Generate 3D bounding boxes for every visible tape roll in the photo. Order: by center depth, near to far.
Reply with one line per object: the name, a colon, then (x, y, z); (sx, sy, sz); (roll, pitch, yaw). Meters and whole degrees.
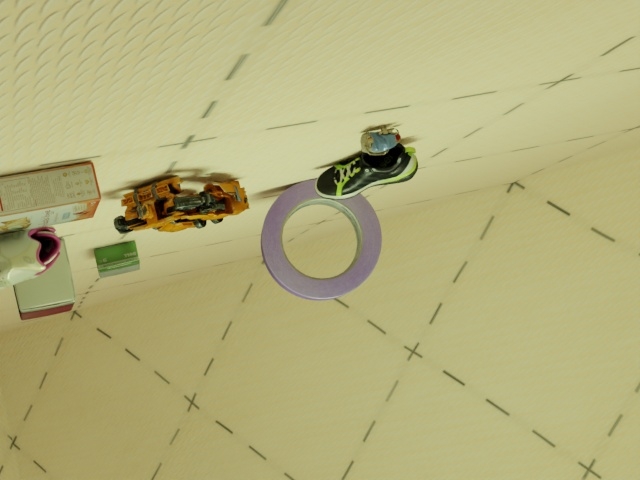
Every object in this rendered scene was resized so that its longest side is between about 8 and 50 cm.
tape roll: (0.000, 0.000, 2.204); (0.275, 0.274, 0.090); (-13, 175, -6)

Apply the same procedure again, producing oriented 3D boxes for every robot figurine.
robot figurine: (-0.269, -0.067, 1.846); (0.211, 0.085, 0.291); (-16, 175, 23)

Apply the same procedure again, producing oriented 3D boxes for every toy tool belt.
toy tool belt: (0.118, -0.186, 1.775); (0.083, 0.052, 0.051); (-13, -177, -18)

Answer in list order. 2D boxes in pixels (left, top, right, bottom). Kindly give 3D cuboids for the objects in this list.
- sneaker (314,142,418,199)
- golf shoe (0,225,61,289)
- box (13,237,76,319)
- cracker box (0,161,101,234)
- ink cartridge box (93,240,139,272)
sneaker: (0.089, -0.157, 2.000); (0.235, 0.084, 0.097); (-16, 150, 15)
golf shoe: (-0.506, 0.016, 1.674); (0.140, 0.115, 0.306); (-12, -165, 4)
box: (-0.647, 0.094, 2.217); (0.127, 0.148, 0.232); (-11, 173, -18)
cracker box: (-0.474, -0.058, 1.515); (0.232, 0.067, 0.156); (-11, 174, -19)
ink cartridge box: (-0.529, 0.047, 2.489); (0.109, 0.062, 0.209); (-13, 174, -12)
